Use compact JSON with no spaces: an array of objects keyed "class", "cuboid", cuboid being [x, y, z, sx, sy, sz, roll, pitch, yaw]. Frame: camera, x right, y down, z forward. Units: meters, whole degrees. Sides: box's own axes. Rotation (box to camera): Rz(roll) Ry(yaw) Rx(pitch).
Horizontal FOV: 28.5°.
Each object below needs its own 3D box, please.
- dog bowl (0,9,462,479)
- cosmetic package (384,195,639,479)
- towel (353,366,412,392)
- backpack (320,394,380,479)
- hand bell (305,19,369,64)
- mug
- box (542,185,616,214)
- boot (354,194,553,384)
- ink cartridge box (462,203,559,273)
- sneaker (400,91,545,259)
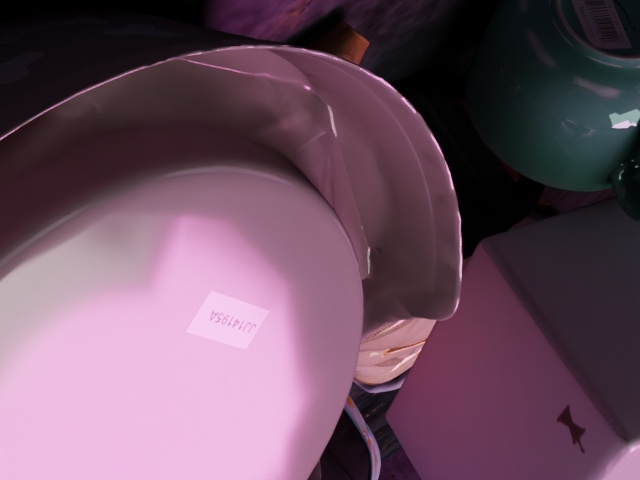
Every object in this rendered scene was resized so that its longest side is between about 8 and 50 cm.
[{"class":"dog bowl","cuboid":[-0.097,0.064,0.528,0.348,0.102,0.349,-28,136,-31]},{"class":"cosmetic package","cuboid":[0.297,0.064,0.907,0.453,0.161,0.230,-17,150,-27]},{"class":"towel","cuboid":[0.220,0.016,1.354,0.374,0.090,0.320,-42,166,21]},{"class":"backpack","cuboid":[-0.042,0.173,1.067,0.166,0.188,0.144,-36,165,-3]},{"class":"hand bell","cuboid":[-0.057,-0.017,0.675,0.242,0.126,0.126,-52,163,7]},{"class":"mug","cuboid":[0.174,-0.102,0.767,0.129,0.157,0.097,-55,171,-31]},{"class":"box","cuboid":[0.248,-0.056,1.049,0.091,0.170,0.130,-45,163,25]},{"class":"boot","cuboid":[0.103,0.011,1.095,0.262,0.095,0.203,-40,160,-1]},{"class":"ink cartridge box","cuboid":[0.185,0.026,1.076,0.181,0.061,0.104,2,110,-57]},{"class":"sneaker","cuboid":[-0.001,0.000,0.837,0.313,0.116,0.136,-27,174,-8]}]
